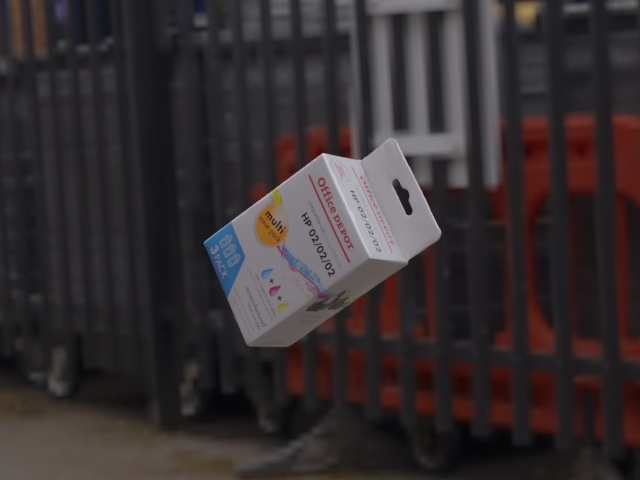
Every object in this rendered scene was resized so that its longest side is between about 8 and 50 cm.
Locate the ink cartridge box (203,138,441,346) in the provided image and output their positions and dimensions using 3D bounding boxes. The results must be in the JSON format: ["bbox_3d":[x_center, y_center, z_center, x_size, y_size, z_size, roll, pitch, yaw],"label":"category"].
[{"bbox_3d":[0.000,0.000,1.600,0.181,0.104,0.061,-36,-23,27],"label":"ink cartridge box"}]
